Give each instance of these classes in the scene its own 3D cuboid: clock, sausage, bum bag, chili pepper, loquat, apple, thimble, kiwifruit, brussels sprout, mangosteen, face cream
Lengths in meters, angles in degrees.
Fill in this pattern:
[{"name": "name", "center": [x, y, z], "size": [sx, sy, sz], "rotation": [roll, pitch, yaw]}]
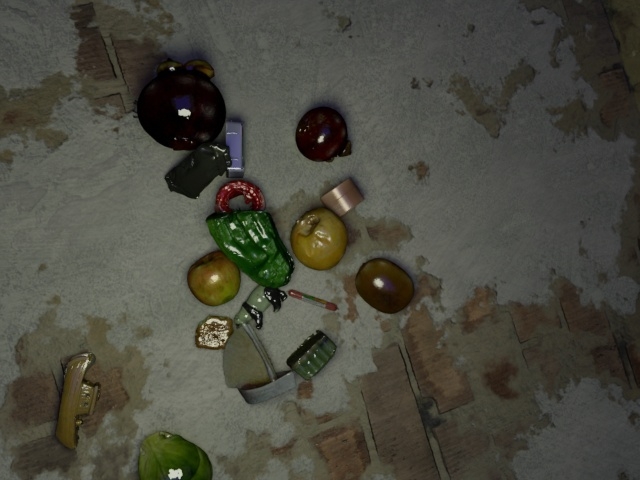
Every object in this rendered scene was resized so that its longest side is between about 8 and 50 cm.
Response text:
[{"name": "clock", "center": [-0.325, -0.344, 1.759], "size": [0.073, 0.144, 0.193], "rotation": [0, 86, -12]}, {"name": "sausage", "center": [-0.030, 0.238, 1.832], "size": [0.223, 0.029, 0.029], "rotation": [20, 82, -9]}, {"name": "bum bag", "center": [-0.438, -0.256, 1.696], "size": [0.142, 0.326, 0.080], "rotation": [48, 35, -21]}, {"name": "chili pepper", "center": [-0.250, 0.016, 1.679], "size": [0.385, 0.167, 0.213], "rotation": [52, 52, -31]}, {"name": "loquat", "center": [0.000, 0.000, 1.761], "size": [0.243, 0.244, 0.244], "rotation": [1, 85, -11]}, {"name": "apple", "center": [-0.382, 0.142, 1.686], "size": [0.196, 0.196, 0.196], "rotation": [1, 85, -11]}, {"name": "thimble", "center": [-0.302, -0.140, 1.759], "size": [0.189, 0.125, 0.163], "rotation": [9, 81, -10]}, {"name": "kiwifruit", "center": [0.247, 0.173, 1.811], "size": [0.234, 0.196, 0.196], "rotation": [44, 79, -7]}, {"name": "brussels sprout", "center": [-0.516, 0.793, 1.608], "size": [0.219, 0.210, 0.271], "rotation": [-40, 78, -16]}, {"name": "mangosteen", "center": [0.026, -0.403, 1.820], "size": [0.257, 0.215, 0.215], "rotation": [20, 80, -41]}, {"name": "face cream", "center": [0.085, -0.165, 1.826], "size": [0.149, 0.149, 0.104], "rotation": [-36, 94, -12]}, {"name": "mangosteen", "center": [-0.497, -0.496, 1.662], "size": [0.306, 0.307, 0.347], "rotation": [-4, 78, -12]}]

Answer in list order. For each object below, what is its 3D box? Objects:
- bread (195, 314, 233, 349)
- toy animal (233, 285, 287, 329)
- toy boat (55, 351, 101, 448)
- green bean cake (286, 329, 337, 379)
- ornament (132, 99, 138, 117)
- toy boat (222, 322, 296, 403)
[{"name": "bread", "center": [-0.396, 0.342, 1.730], "size": [0.140, 0.069, 0.128], "rotation": [4, 84, -12]}, {"name": "toy animal", "center": [-0.234, 0.255, 1.757], "size": [0.121, 0.094, 0.225], "rotation": [43, 80, -5]}, {"name": "toy boat", "center": [-0.838, 0.556, 1.614], "size": [0.121, 0.089, 0.321], "rotation": [9, 84, -22]}, {"name": "green bean cake", "center": [-0.031, 0.434, 1.744], "size": [0.181, 0.173, 0.094], "rotation": [-44, 94, -13]}, {"name": "ornament", "center": [-0.649, -0.500, 1.766], "size": [0.125, 0.028, 0.073], "rotation": [2, 85, -10]}, {"name": "toy boat", "center": [-0.248, 0.470, 1.699], "size": [0.293, 0.111, 0.276], "rotation": [49, 118, 4]}]
